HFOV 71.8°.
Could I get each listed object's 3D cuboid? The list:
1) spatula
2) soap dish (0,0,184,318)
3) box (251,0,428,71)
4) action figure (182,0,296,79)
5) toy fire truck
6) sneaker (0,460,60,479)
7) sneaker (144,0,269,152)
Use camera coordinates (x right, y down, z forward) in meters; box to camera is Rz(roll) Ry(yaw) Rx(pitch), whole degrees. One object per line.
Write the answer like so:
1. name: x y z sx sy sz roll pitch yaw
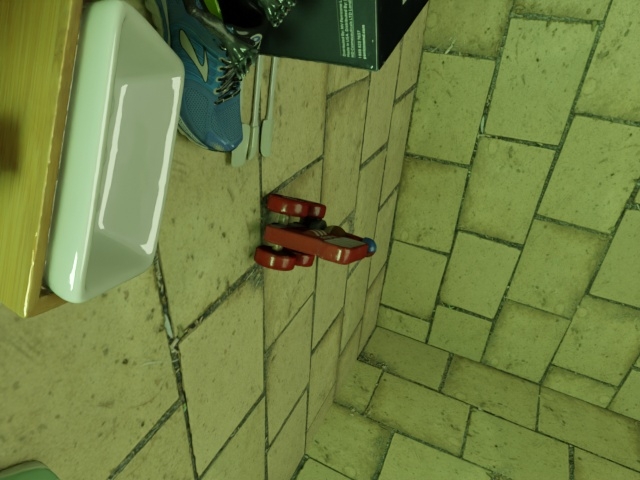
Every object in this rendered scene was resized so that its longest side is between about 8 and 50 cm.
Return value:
1. spatula: -0.126 -0.274 0.875 0.168 0.019 0.242 -33 136 -60
2. soap dish: -0.243 -0.091 0.463 0.229 0.118 0.291 -108 -150 -83
3. box: 0.002 -0.429 0.683 0.296 0.293 0.183 -59 154 -34
4. action figure: -0.149 -0.308 0.445 0.275 0.141 0.164 36 102 -32
5. toy fire truck: 0.000 0.000 1.086 0.302 0.253 0.170 -4 110 -69
6. sneaker: -0.383 0.344 0.501 0.256 0.151 0.094 16 92 -69
7. sneaker: -0.152 -0.265 0.626 0.130 0.147 0.330 -56 155 -38
